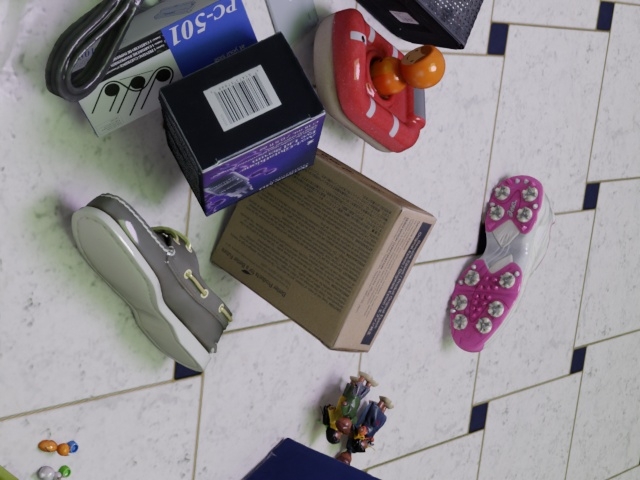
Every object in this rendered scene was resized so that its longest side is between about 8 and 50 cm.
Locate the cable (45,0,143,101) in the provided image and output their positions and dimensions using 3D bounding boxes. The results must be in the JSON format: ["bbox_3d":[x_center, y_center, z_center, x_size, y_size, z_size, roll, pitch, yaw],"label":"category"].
[{"bbox_3d":[-0.202,-0.278,1.278,0.287,0.072,0.139,-62,158,8],"label":"cable"}]

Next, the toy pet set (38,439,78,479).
[{"bbox_3d":[-0.320,0.297,1.422,0.114,0.065,0.122,15,91,-51],"label":"toy pet set"}]

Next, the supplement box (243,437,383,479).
[{"bbox_3d":[-0.003,0.496,1.760,0.194,0.195,0.357,-39,129,-34],"label":"supplement box"}]

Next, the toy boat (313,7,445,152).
[{"bbox_3d":[0.094,-0.219,1.633,0.231,0.151,0.151,30,53,-51],"label":"toy boat"}]

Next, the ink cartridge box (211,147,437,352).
[{"bbox_3d":[0.000,0.000,1.535,0.088,0.234,0.193,13,107,-53],"label":"ink cartridge box"}]

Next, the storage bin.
[{"bbox_3d":[0.126,-0.339,1.676,0.180,0.122,0.084,33,77,-49],"label":"storage bin"}]

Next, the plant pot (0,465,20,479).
[{"bbox_3d":[-0.419,0.333,1.205,0.227,0.228,0.207,-13,120,-47],"label":"plant pot"}]

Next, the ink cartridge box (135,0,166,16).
[{"bbox_3d":[-0.193,-0.331,1.345,0.127,0.072,0.175,-58,138,-15],"label":"ink cartridge box"}]

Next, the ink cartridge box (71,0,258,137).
[{"bbox_3d":[-0.174,-0.202,1.349,0.207,0.046,0.097,-27,138,-5],"label":"ink cartridge box"}]

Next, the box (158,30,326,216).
[{"bbox_3d":[-0.089,-0.126,1.397,0.153,0.108,0.207,-27,170,-8],"label":"box"}]

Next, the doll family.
[{"bbox_3d":[0.051,0.274,1.842,0.111,0.076,0.193,-62,142,-20],"label":"doll family"}]

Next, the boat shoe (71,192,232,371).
[{"bbox_3d":[-0.191,0.038,1.454,0.091,0.109,0.305,-54,143,-23],"label":"boat shoe"}]

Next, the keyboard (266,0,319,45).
[{"bbox_3d":[-0.058,-0.364,1.542,0.072,0.014,0.256,-39,129,-28],"label":"keyboard"}]

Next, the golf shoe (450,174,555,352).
[{"bbox_3d":[0.313,0.051,2.042,0.140,0.115,0.306,34,78,-53],"label":"golf shoe"}]
